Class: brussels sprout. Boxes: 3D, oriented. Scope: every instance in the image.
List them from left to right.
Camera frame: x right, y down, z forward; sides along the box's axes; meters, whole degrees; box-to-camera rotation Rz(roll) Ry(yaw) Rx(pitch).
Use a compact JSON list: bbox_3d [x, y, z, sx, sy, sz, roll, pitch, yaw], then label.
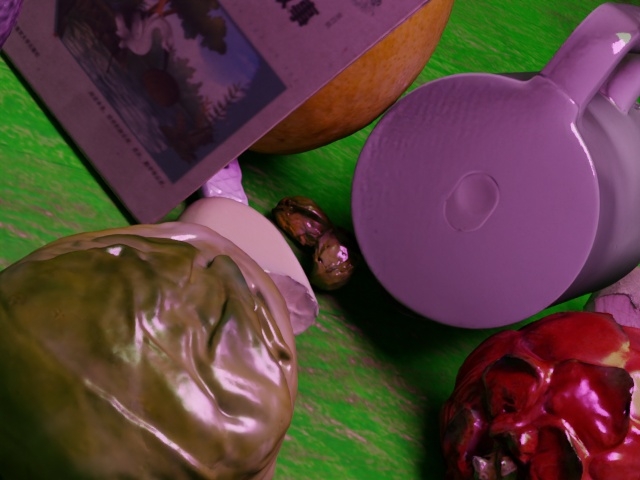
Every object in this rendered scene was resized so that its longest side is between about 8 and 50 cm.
[{"bbox_3d":[-0.112,0.079,1.103,0.223,0.161,0.223,20,24,-10],"label":"brussels sprout"},{"bbox_3d":[0.000,-0.001,1.490,0.051,0.046,0.083,0,55,-55],"label":"brussels sprout"}]

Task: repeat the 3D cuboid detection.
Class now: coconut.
[{"bbox_3d":[0.296,0.077,1.787,0.110,0.110,0.124,9,55,-53],"label":"coconut"}]

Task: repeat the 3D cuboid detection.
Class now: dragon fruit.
[{"bbox_3d":[0.206,0.147,1.452,0.274,0.192,0.193,-1,49,-42],"label":"dragon fruit"}]

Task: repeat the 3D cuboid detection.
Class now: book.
[{"bbox_3d":[-0.080,-0.170,1.329,0.215,0.283,0.025,51,12,4],"label":"book"}]

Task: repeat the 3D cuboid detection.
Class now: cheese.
[{"bbox_3d":[-0.069,-0.008,1.391,0.127,0.050,0.235,25,26,-27],"label":"cheese"}]

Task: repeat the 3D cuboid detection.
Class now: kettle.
[{"bbox_3d":[0.187,-0.052,1.556,0.318,0.265,0.205,-9,78,-69],"label":"kettle"}]

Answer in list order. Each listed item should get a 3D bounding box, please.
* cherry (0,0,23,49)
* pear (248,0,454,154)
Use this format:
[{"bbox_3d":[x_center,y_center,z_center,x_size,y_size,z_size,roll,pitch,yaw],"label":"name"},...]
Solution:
[{"bbox_3d":[-0.264,-0.167,1.145,0.195,0.195,0.195,37,29,-25],"label":"cherry"},{"bbox_3d":[-0.024,-0.233,1.469,0.304,0.304,0.304,37,29,-25],"label":"pear"}]
